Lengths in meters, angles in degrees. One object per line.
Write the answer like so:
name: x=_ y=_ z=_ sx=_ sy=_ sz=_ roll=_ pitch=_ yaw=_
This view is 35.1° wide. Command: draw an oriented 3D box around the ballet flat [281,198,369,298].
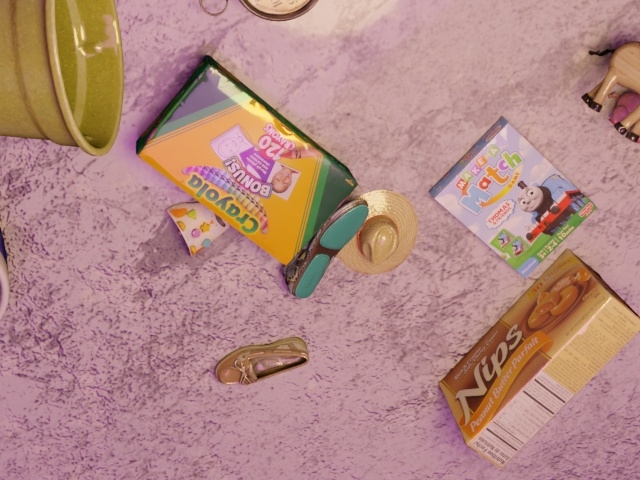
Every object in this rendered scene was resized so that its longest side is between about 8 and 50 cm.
ballet flat: x=0.000 y=0.000 z=1.529 sx=0.070 sy=0.070 sz=0.188 roll=31 pitch=107 yaw=-19

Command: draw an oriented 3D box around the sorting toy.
sorting toy: x=-0.176 y=-0.024 z=1.513 sx=0.075 sy=0.045 sz=0.083 roll=-31 pitch=115 yaw=-16

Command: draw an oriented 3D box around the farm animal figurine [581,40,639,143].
farm animal figurine: x=0.565 y=-0.149 z=1.421 sx=0.330 sy=0.326 sz=0.172 roll=27 pitch=111 yaw=-33

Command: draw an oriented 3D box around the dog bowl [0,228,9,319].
dog bowl: x=-0.568 y=0.044 z=1.395 sx=0.265 sy=0.104 sz=0.265 roll=-11 pitch=136 yaw=-11

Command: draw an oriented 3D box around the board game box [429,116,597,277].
board game box: x=0.298 y=-0.063 z=1.561 sx=0.211 sy=0.039 sz=0.160 roll=39 pitch=103 yaw=-20

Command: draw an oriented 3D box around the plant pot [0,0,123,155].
plant pot: x=-0.410 y=-0.237 z=1.283 sx=0.254 sy=0.276 sz=0.276 roll=-3 pitch=114 yaw=6

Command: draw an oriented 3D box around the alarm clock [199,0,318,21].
alarm clock: x=-0.076 y=-0.357 z=1.367 sx=0.192 sy=0.064 sz=0.129 roll=-25 pitch=114 yaw=0

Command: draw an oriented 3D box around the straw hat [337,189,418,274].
straw hat: x=0.090 y=-0.001 z=1.545 sx=0.145 sy=0.061 sz=0.144 roll=-3 pitch=113 yaw=-8

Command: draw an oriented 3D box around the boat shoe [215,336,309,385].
boat shoe: x=-0.093 y=0.198 z=1.609 sx=0.153 sy=0.048 sz=0.056 roll=-14 pitch=114 yaw=-2

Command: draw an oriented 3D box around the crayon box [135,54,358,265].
crayon box: x=-0.105 y=-0.112 z=1.455 sx=0.278 sy=0.081 sz=0.165 roll=37 pitch=101 yaw=-21

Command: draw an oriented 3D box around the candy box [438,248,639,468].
candy box: x=0.338 y=0.182 z=1.592 sx=0.087 sy=0.183 sz=0.316 roll=36 pitch=104 yaw=-19
